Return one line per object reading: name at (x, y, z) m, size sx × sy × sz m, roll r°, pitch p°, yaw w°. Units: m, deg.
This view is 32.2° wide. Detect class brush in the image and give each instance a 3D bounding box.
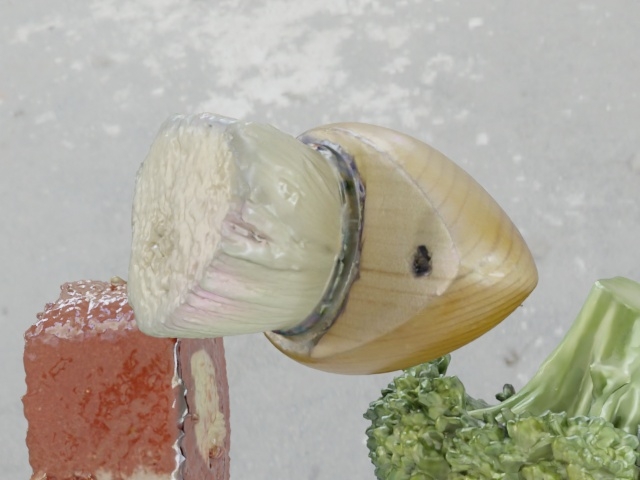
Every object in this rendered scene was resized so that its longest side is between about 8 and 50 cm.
brush at (0.000, 0.000, 0.713) m, size 0.267 × 0.166 × 0.174 m, roll 6°, pitch 86°, yaw 55°

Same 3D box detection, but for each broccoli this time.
broccoli at (0.189, 0.175, 0.829) m, size 0.288 × 0.260 × 0.235 m, roll 13°, pitch 43°, yaw -21°

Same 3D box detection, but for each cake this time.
cake at (-0.165, 0.169, 0.986) m, size 0.151 × 0.282 × 0.177 m, roll -3°, pitch 4°, yaw 5°
